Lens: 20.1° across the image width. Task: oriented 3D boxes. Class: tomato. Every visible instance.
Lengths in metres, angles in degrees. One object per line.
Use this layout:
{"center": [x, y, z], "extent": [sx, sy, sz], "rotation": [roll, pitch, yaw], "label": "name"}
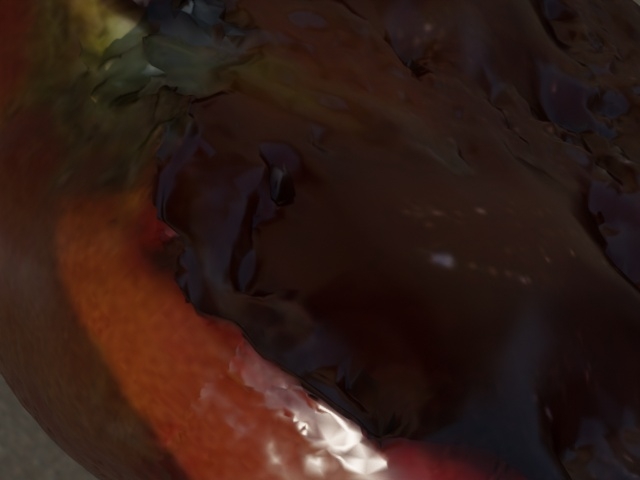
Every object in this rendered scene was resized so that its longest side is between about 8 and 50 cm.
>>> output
{"center": [0.000, 0.000, 0.444], "extent": [0.200, 0.233, 0.139], "rotation": [12, 138, -35], "label": "tomato"}
